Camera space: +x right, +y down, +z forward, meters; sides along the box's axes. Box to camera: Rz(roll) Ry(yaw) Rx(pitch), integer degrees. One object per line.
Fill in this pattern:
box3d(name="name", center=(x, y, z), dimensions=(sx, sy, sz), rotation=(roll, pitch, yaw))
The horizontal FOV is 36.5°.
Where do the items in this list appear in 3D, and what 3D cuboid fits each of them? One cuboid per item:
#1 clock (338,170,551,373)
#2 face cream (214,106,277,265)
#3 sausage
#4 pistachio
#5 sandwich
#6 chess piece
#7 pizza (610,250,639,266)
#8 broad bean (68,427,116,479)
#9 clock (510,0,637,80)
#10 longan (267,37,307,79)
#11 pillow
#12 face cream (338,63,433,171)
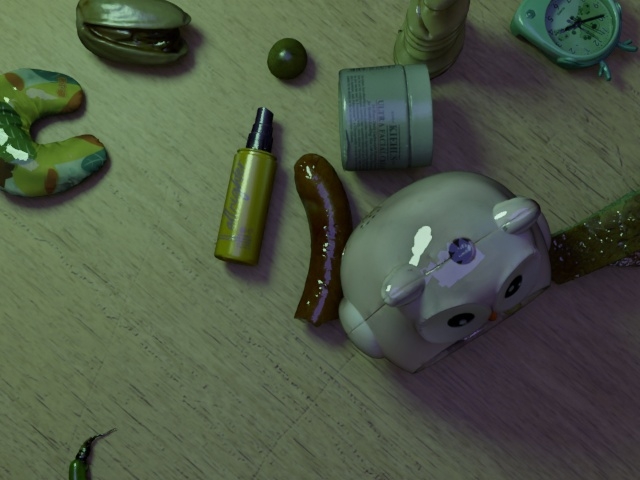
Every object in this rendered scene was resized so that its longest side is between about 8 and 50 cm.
box3d(name="clock", center=(0.189, 0.032, 1.513), dimensions=(0.368, 0.377, 0.250), rotation=(-31, 78, -4))
box3d(name="face cream", center=(-0.119, -0.096, 1.676), dimensions=(0.078, 0.078, 0.273), rotation=(11, 82, 2))
box3d(name="sausage", center=(0.005, -0.001, 1.664), dimensions=(0.103, 0.076, 0.302), rotation=(0, 82, -1))
box3d(name="pistachio", center=(-0.330, -0.377, 1.704), dimensions=(0.206, 0.131, 0.129), rotation=(10, 127, -4))
box3d(name="sandwich", center=(0.533, -0.044, 1.618), dimensions=(0.254, 0.288, 0.099), rotation=(-31, 88, -47))
box3d(name="chess piece", center=(0.193, -0.370, 1.600), dimensions=(0.139, 0.307, 0.124), rotation=(-17, 83, -2))
box3d(name="pizza", center=(0.599, -0.018, 1.687), dimensions=(0.262, 0.034, 0.181), rotation=(-23, 82, -2))
box3d(name="broad bean", center=(-0.346, 0.479, 1.606), dimensions=(0.098, 0.056, 0.318), rotation=(-17, 80, -2))
box3d(name="clock", center=(0.455, -0.375, 1.723), dimensions=(0.211, 0.066, 0.159), rotation=(44, 84, 5))
box3d(name="longan", center=(-0.063, -0.323, 1.721), dimensions=(0.083, 0.075, 0.075), rotation=(28, 80, 45))
box3d(name="pillow", center=(-0.500, -0.189, 1.695), dimensions=(0.214, 0.086, 0.233), rotation=(-19, 79, -13))
box3d(name="face cream", center=(0.107, -0.206, 1.643), dimensions=(0.153, 0.177, 0.177), rotation=(-4, 82, 1))
